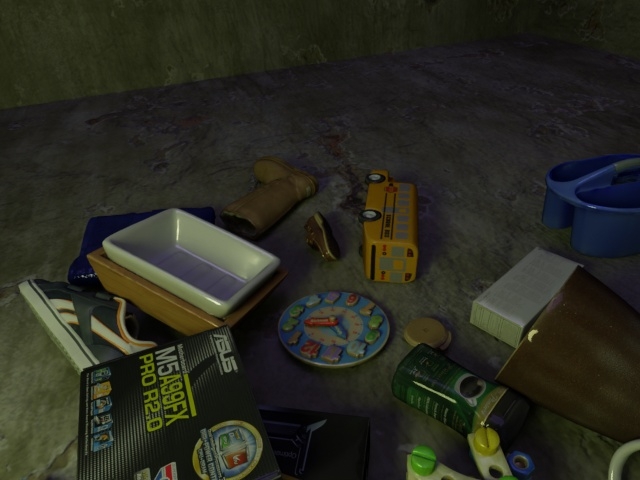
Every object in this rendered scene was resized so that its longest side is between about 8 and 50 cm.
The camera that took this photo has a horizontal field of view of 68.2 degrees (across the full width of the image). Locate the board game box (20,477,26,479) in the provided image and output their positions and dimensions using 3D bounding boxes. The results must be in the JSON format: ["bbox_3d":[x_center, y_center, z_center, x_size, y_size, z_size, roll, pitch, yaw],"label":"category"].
[{"bbox_3d":[-0.375,0.405,0.544,0.160,0.039,0.211,10,38,23],"label":"board game box"}]

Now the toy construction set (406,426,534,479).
[{"bbox_3d":[0.150,0.354,0.490,0.215,0.151,0.327,1,24,7],"label":"toy construction set"}]

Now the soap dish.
[{"bbox_3d":[-0.240,0.065,0.891,0.291,0.118,0.229,26,30,12],"label":"soap dish"}]

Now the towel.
[{"bbox_3d":[-0.399,0.017,1.104,0.309,0.076,0.227,-6,41,-4],"label":"towel"}]

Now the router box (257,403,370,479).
[{"bbox_3d":[-0.100,0.329,0.594,0.309,0.081,0.243,3,34,11],"label":"router box"}]

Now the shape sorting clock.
[{"bbox_3d":[0.024,0.156,0.874,0.206,0.040,0.206,-3,34,2],"label":"shape sorting clock"}]

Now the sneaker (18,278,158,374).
[{"bbox_3d":[-0.414,0.154,0.852,0.321,0.126,0.127,33,52,28],"label":"sneaker"}]

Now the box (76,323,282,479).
[{"bbox_3d":[-0.188,0.241,0.606,0.216,0.060,0.270,-16,35,-15],"label":"box"}]

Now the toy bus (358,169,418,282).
[{"bbox_3d":[0.159,-0.047,1.100,0.130,0.108,0.332,3,35,9],"label":"toy bus"}]

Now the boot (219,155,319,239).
[{"bbox_3d":[-0.167,-0.126,1.270,0.236,0.089,0.269,20,42,31],"label":"boot"}]

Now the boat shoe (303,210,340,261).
[{"bbox_3d":[0.000,0.000,1.100,0.060,0.064,0.178,-35,32,9],"label":"boat shoe"}]

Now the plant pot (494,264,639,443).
[{"bbox_3d":[0.410,0.187,0.670,0.230,0.215,0.215,37,50,26],"label":"plant pot"}]

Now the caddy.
[{"bbox_3d":[0.677,-0.103,1.069,0.342,0.179,0.241,-10,35,-9],"label":"caddy"}]

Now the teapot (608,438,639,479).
[{"bbox_3d":[0.457,0.328,0.464,0.253,0.187,0.256,28,15,12],"label":"teapot"}]

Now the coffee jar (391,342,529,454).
[{"bbox_3d":[0.205,0.235,0.705,0.184,0.079,0.096,25,42,37],"label":"coffee jar"}]

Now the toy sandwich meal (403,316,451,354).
[{"bbox_3d":[0.192,0.172,0.847,0.086,0.029,0.085,-7,33,4],"label":"toy sandwich meal"}]

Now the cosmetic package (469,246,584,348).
[{"bbox_3d":[0.394,0.101,0.899,0.239,0.060,0.099,-29,43,-32],"label":"cosmetic package"}]
